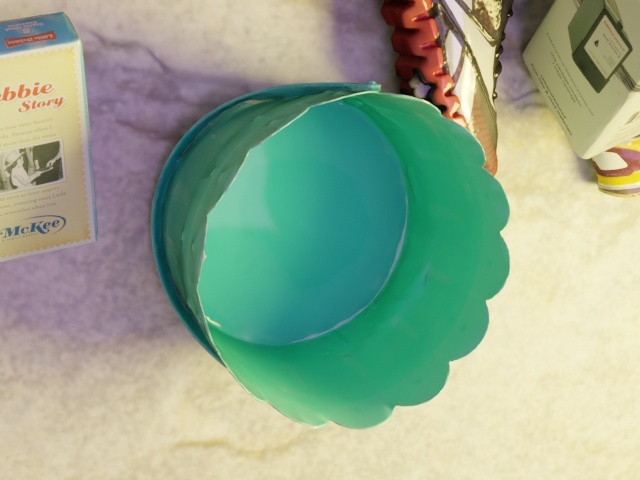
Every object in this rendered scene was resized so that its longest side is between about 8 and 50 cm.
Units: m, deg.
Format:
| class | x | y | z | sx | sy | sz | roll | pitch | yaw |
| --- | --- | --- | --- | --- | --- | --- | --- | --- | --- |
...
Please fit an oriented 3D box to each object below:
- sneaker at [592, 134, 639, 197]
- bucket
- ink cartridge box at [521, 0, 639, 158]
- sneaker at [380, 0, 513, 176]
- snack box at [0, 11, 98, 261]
| class | x | y | z | sx | sy | sz | roll | pitch | yaw |
| --- | --- | --- | --- | --- | --- | --- | --- | --- | --- |
| sneaker | 0.341 | -0.104 | 1.468 | 0.185 | 0.069 | 0.084 | -20 | 114 | -17 |
| bucket | 0.000 | 0.000 | 1.298 | 0.281 | 0.183 | 0.281 | -5 | 103 | -20 |
| ink cartridge box | 0.316 | -0.203 | 1.305 | 0.211 | 0.289 | 0.121 | -24 | 78 | -14 |
| sneaker | 0.120 | -0.175 | 1.348 | 0.135 | 0.097 | 0.276 | -24 | 109 | -13 |
| snack box | -0.337 | -0.056 | 1.191 | 0.322 | 0.060 | 0.187 | -12 | 127 | -18 |
